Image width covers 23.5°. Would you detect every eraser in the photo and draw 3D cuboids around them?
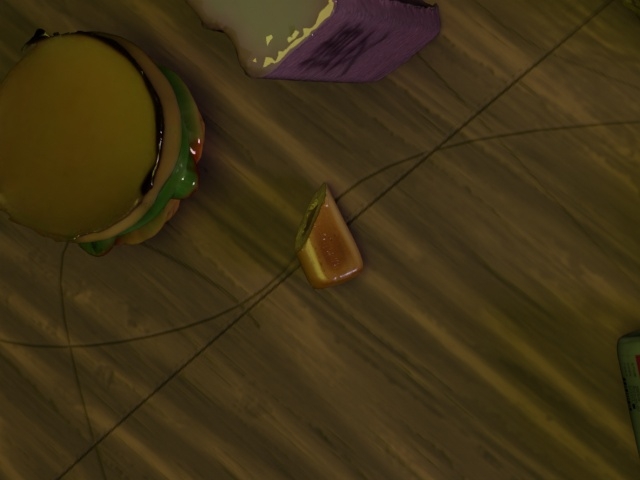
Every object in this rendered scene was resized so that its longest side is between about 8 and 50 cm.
[{"bbox_3d":[-0.042,-0.275,1.412,0.122,0.359,0.272,-40,83,16],"label":"eraser"}]

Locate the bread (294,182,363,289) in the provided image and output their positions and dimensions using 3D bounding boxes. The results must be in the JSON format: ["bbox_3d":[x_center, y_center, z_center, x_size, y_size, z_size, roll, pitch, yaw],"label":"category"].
[{"bbox_3d":[-0.001,-0.001,1.574,0.062,0.049,0.103,-24,84,-18],"label":"bread"}]

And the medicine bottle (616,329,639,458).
[{"bbox_3d":[0.346,0.190,1.466,0.090,0.090,0.217,-12,90,16],"label":"medicine bottle"}]

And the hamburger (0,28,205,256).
[{"bbox_3d":[-0.221,-0.097,1.585,0.237,0.149,0.237,-1,86,22],"label":"hamburger"}]

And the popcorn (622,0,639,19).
[{"bbox_3d":[0.393,-0.267,1.388,0.286,0.174,0.225,41,95,10],"label":"popcorn"}]
